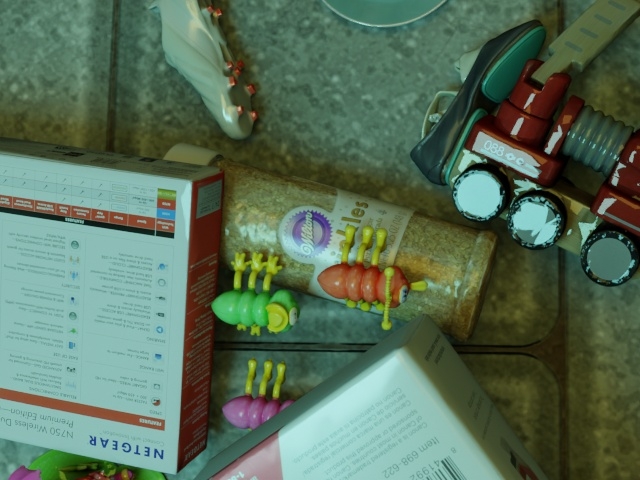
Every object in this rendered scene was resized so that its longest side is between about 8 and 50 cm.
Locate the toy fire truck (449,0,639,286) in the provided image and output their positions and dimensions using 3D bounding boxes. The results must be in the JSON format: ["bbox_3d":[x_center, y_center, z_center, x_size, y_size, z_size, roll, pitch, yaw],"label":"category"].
[{"bbox_3d":[0.275,-0.112,1.298,0.217,0.158,0.246,27,110,12],"label":"toy fire truck"}]

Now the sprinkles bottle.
[{"bbox_3d":[0.000,0.000,1.345,0.355,0.121,0.121,16,84,10],"label":"sprinkles bottle"}]

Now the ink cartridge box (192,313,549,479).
[{"bbox_3d":[0.089,0.306,1.164,0.279,0.160,0.385,-36,90,14],"label":"ink cartridge box"}]

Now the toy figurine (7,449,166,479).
[{"bbox_3d":[-0.255,0.270,1.319,0.173,0.159,0.130,-9,80,6],"label":"toy figurine"}]

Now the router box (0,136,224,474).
[{"bbox_3d":[-0.275,0.056,1.325,0.335,0.082,0.301,9,104,16],"label":"router box"}]

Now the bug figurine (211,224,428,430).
[{"bbox_3d":[0.001,0.125,1.288,0.216,0.072,0.279,3,113,16],"label":"bug figurine"}]

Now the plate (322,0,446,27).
[{"bbox_3d":[0.073,-0.323,1.436,0.188,0.024,0.188,-1,80,8],"label":"plate"}]

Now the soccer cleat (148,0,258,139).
[{"bbox_3d":[-0.128,-0.192,1.428,0.076,0.068,0.196,-25,77,19],"label":"soccer cleat"}]

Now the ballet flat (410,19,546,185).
[{"bbox_3d":[0.159,-0.155,1.375,0.074,0.074,0.203,32,93,12],"label":"ballet flat"}]
